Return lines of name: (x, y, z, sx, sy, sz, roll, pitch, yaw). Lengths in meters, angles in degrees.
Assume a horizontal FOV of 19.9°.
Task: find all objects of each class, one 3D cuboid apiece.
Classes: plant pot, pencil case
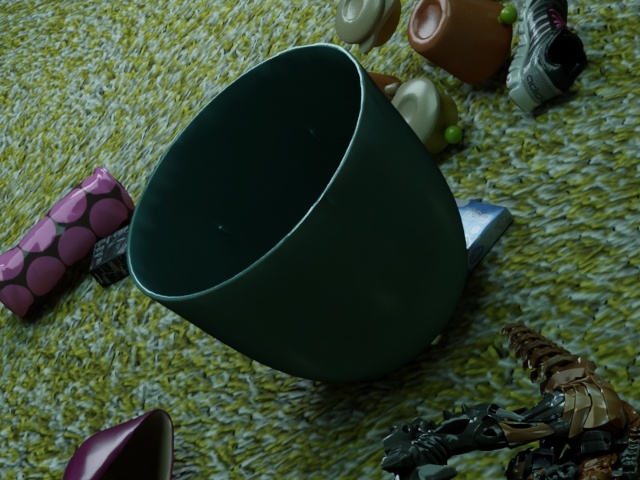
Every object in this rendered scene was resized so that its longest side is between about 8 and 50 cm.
plant pot: (0.000, 0.000, 1.739, 0.293, 0.235, 0.293, -31, 35, 25)
pencil case: (-0.327, 0.002, 2.291, 0.209, 0.095, 0.098, -41, -12, -8)

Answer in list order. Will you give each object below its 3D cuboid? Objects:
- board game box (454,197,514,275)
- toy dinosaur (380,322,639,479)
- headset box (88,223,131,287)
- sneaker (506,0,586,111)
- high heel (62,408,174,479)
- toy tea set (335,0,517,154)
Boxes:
board game box: (0.136, -0.002, 1.830, 0.090, 0.020, 0.090, -49, 31, -19)
toy dinosaur: (0.174, 0.177, 1.354, 0.218, 0.164, 0.322, -21, 12, 8)
headset box: (-0.238, 0.013, 2.224, 0.083, 0.032, 0.062, -26, 31, 20)
sneaker: (0.253, -0.212, 1.959, 0.074, 0.063, 0.170, -16, 41, 36)
high heel: (-0.187, 0.279, 1.673, 0.181, 0.127, 0.377, -48, 25, 4)
toy tea set: (0.098, -0.198, 2.103, 0.336, 0.124, 0.200, 24, 96, 55)
